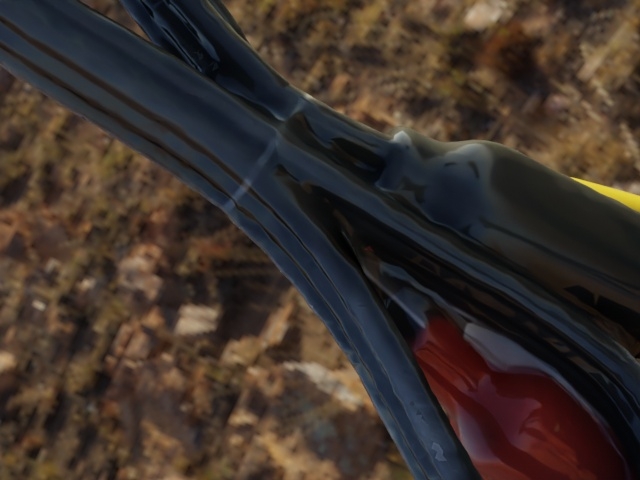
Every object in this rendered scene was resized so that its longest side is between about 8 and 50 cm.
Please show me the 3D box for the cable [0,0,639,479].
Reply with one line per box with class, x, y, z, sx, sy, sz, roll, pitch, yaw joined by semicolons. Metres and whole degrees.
cable;0.000;0.000;0.399;0.072;0.287;0.139;-50;15;55
